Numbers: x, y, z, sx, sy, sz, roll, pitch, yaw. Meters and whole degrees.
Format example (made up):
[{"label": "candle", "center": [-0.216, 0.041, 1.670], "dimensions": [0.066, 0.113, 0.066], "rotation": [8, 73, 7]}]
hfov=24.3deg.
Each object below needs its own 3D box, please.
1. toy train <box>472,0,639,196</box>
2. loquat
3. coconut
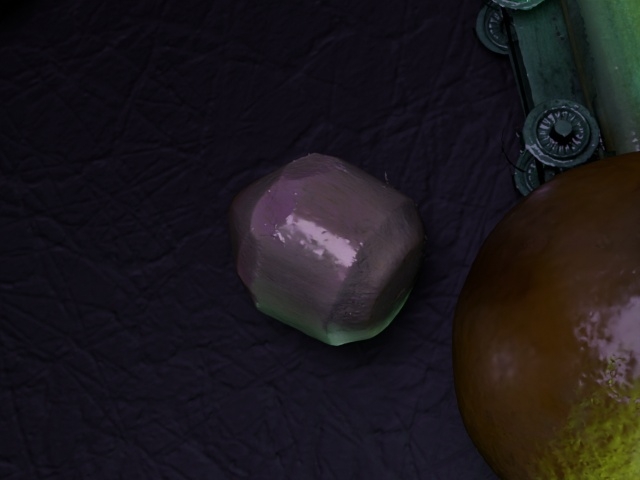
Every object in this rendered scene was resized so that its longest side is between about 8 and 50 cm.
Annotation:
[{"label": "toy train", "center": [0.246, -0.162, 1.368], "dimensions": [0.189, 0.126, 0.307], "rotation": [-14, 71, 7]}, {"label": "loquat", "center": [0.275, 0.072, 1.177], "dimensions": [0.328, 0.359, 0.328], "rotation": [5, 60, -9]}, {"label": "coconut", "center": [0.000, 0.000, 1.356], "dimensions": [0.183, 0.171, 0.171], "rotation": [32, 82, 17]}]
